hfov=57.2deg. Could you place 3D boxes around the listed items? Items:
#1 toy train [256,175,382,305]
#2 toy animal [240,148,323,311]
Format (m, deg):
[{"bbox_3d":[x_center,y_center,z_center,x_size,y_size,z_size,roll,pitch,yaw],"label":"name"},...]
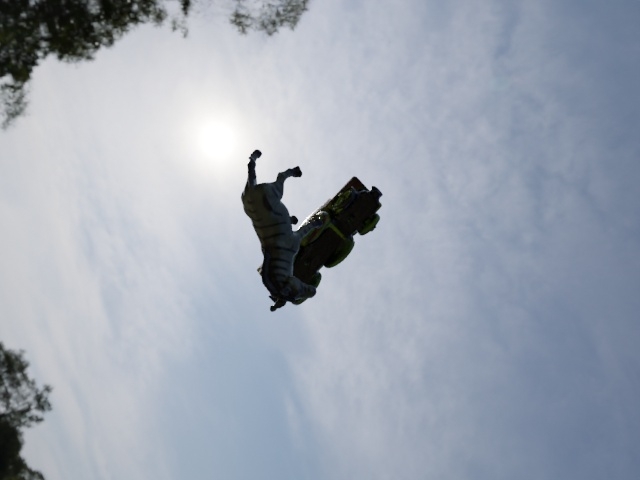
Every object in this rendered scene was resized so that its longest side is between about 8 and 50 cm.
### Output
[{"bbox_3d":[0.000,0.000,1.160,0.100,0.296,0.160,45,-3,-15],"label":"toy train"},{"bbox_3d":[-0.068,-0.020,0.879,0.073,0.176,0.217,-14,-66,28],"label":"toy animal"}]
